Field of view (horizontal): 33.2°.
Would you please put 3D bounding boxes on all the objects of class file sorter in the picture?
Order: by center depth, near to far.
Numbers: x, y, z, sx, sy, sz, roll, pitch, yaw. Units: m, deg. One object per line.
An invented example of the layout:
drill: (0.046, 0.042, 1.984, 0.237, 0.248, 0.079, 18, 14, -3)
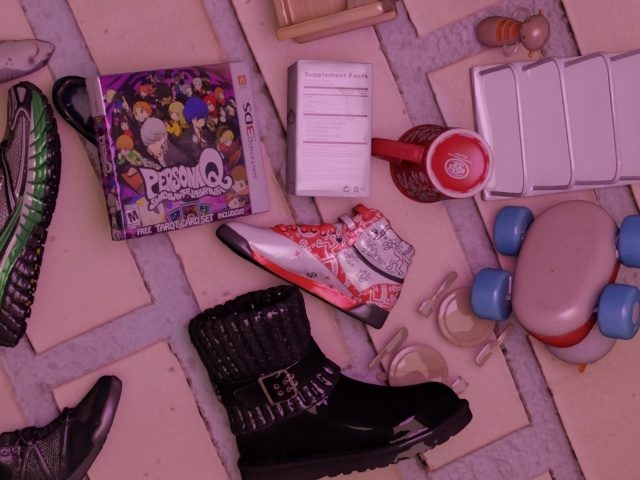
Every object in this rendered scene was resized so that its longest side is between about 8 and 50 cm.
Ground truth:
file sorter: (0.371, -0.164, 1.485, 0.277, 0.173, 0.193, -7, 94, -8)

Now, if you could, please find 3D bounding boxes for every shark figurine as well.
shark figurine: (-0.506, -0.250, 1.385, 0.278, 0.116, 0.166, 29, 55, -17)

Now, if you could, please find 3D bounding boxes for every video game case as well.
video game case: (-0.182, -0.122, 1.415, 0.232, 0.041, 0.210, -12, 97, -37)

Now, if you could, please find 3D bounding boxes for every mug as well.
mug: (0.150, -0.099, 1.456, 0.150, 0.169, 0.113, -14, 96, -8)

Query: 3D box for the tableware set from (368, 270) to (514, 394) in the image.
tableware set: (0.173, 0.151, 1.543, 0.128, 0.039, 0.194, 42, 85, -6)

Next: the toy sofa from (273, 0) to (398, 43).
toy sofa: (-0.013, -0.453, 1.423, 0.150, 0.177, 0.363, -12, 101, 15)

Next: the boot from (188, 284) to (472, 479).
boot: (0.012, 0.178, 1.451, 0.347, 0.131, 0.260, -14, 96, 4)

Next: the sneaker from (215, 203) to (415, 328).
sneaker: (0.000, 0.000, 1.483, 0.270, 0.090, 0.145, 29, 86, -11)

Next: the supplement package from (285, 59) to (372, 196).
supplement package: (0.010, -0.150, 1.463, 0.105, 0.105, 0.179, 1, 93, -9)

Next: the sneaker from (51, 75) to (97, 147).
sneaker: (-0.259, -0.136, 1.430, 0.232, 0.090, 0.081, 34, 88, -9)

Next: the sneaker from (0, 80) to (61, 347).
sneaker: (-0.422, -0.040, 1.385, 0.146, 0.134, 0.344, 13, 89, -10)

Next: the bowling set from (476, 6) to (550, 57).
bowling set: (0.254, -0.403, 1.428, 0.199, 0.154, 0.287, 17, 91, -35)

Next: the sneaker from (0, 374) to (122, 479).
sneaker: (-0.363, 0.265, 1.443, 0.130, 0.087, 0.228, 33, 94, -16)

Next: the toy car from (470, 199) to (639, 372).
toy car: (0.365, 0.084, 1.520, 0.238, 0.219, 0.210, 54, 50, -48)
